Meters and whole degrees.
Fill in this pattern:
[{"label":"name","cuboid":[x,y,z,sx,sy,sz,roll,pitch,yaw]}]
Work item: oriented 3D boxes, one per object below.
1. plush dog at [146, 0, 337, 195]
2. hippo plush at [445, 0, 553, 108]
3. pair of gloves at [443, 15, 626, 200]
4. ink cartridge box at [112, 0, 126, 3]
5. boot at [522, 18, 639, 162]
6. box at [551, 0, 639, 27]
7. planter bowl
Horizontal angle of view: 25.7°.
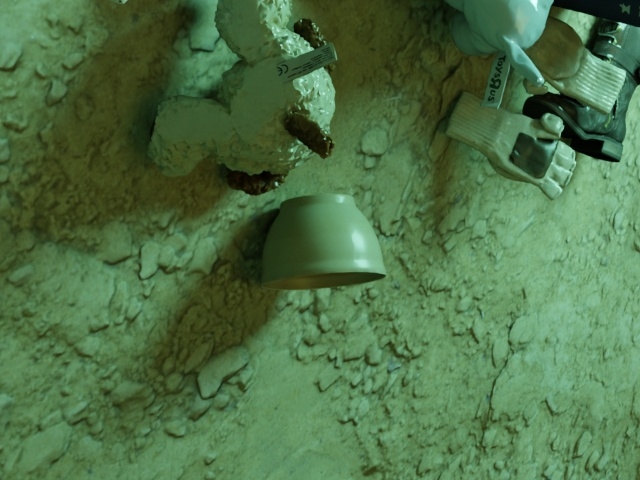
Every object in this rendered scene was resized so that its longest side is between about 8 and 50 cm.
[{"label":"plush dog","cuboid":[-0.048,-0.157,1.655,0.262,0.211,0.225,-61,167,6]},{"label":"hippo plush","cuboid":[0.175,-0.346,1.806,0.237,0.234,0.294,28,70,-18]},{"label":"pair of gloves","cuboid":[0.314,-0.201,2.011,0.204,0.042,0.240,35,80,-10]},{"label":"ink cartridge box","cuboid":[-0.194,-0.383,1.372,0.283,0.207,0.117,-52,134,-14]},{"label":"boot","cuboid":[0.420,-0.258,2.153,0.263,0.091,0.229,21,86,-49]},{"label":"box","cuboid":[0.445,-0.451,1.921,0.183,0.294,0.296,-10,114,-40]},{"label":"planter bowl","cuboid":[0.000,0.000,1.797,0.162,0.162,0.109,5,77,-46]}]
